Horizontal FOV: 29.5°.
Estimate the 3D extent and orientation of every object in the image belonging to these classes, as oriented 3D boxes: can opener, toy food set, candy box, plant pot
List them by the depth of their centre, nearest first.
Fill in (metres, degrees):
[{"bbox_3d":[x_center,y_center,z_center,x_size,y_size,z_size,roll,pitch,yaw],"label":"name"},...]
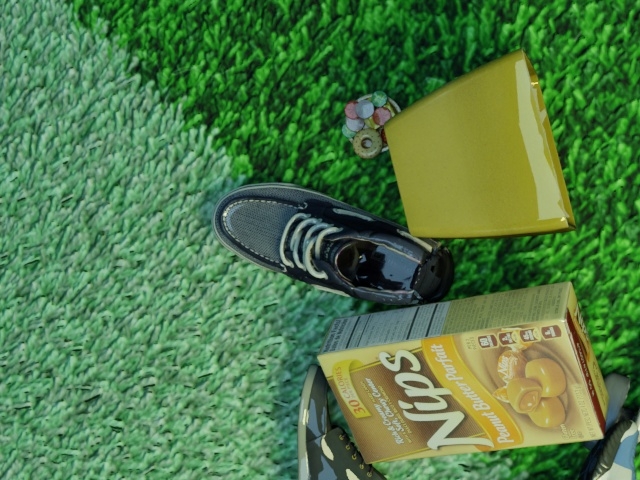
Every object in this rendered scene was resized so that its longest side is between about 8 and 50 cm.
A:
[{"bbox_3d":[0.193,-0.094,1.494,0.187,0.212,0.212,-15,86,13],"label":"plant pot"},{"bbox_3d":[0.176,0.168,1.499,0.316,0.087,0.183,-11,118,24],"label":"candy box"},{"bbox_3d":[0.403,0.138,1.509,0.095,0.076,0.284,18,93,14],"label":"can opener"},{"bbox_3d":[0.070,-0.157,1.629,0.083,0.020,0.083,-32,81,13],"label":"toy food set"}]

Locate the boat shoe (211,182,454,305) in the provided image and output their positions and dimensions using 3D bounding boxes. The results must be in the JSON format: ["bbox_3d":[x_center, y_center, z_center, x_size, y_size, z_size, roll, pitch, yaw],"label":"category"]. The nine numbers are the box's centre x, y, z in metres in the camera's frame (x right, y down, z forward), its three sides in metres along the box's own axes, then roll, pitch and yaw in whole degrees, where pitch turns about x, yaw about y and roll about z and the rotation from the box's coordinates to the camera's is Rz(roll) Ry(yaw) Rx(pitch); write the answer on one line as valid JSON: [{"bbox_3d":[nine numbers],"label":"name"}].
[{"bbox_3d":[0.000,0.000,1.575,0.340,0.158,0.127,13,93,14],"label":"boat shoe"}]

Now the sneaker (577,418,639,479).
[{"bbox_3d":[0.342,0.313,1.433,0.081,0.080,0.211,21,71,4],"label":"sneaker"}]

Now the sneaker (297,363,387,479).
[{"bbox_3d":[0.030,0.275,1.616,0.118,0.083,0.222,0,89,2],"label":"sneaker"}]
